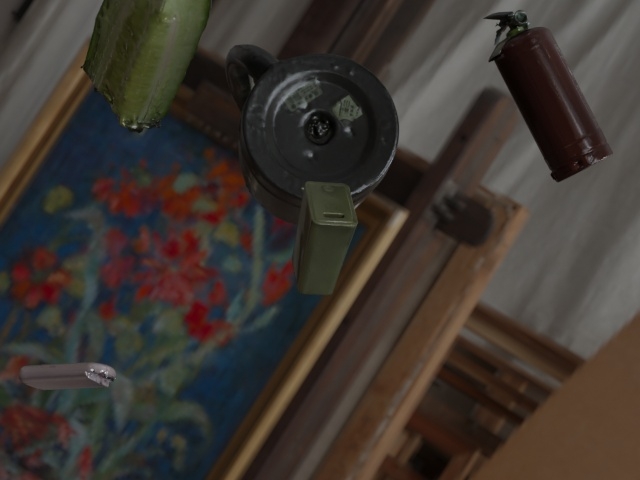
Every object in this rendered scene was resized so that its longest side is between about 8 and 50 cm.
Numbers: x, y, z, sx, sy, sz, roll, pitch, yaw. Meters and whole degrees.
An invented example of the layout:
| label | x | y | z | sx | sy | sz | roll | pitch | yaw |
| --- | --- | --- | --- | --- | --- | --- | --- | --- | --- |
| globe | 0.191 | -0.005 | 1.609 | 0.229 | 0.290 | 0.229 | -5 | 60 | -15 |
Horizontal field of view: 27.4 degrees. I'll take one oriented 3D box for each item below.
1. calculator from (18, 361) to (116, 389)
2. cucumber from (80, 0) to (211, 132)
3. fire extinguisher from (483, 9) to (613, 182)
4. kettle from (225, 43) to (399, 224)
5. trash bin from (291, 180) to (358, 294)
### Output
| label | x | y | z | sx | sy | sz | roll | pitch | yaw |
| --- | --- | --- | --- | --- | --- | --- | --- | --- | --- |
| calculator | -0.445 | 0.238 | 2.298 | 0.175 | 0.032 | 0.100 | -4 | -17 | 13 |
| cucumber | -0.239 | -0.320 | 1.899 | 0.105 | 0.325 | 0.145 | -21 | 61 | -39 |
| fire extinguisher | 0.320 | -0.222 | 1.910 | 0.269 | 0.104 | 0.105 | 62 | -4 | 1 |
| kettle | -0.044 | -0.160 | 2.015 | 0.321 | 0.228 | 0.324 | 49 | -13 | 6 |
| trash bin | 0.000 | 0.000 | 1.215 | 0.043 | 0.092 | 0.061 | 4 | 40 | -14 |
